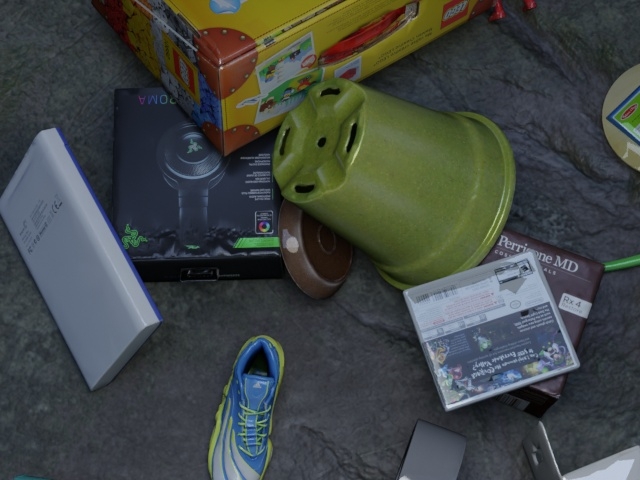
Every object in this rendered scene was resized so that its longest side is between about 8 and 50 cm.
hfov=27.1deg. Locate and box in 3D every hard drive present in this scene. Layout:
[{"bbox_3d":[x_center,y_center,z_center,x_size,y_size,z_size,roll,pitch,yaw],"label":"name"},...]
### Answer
[{"bbox_3d":[-0.347,0.029,1.881,0.040,0.210,0.318,-18,71,-40],"label":"hard drive"}]

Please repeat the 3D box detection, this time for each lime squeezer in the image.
[{"bbox_3d":[0.530,-0.021,1.970,0.310,0.059,0.110,-40,78,-10],"label":"lime squeezer"}]

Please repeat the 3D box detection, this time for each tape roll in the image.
[{"bbox_3d":[0.127,0.352,1.770,0.072,0.219,0.219,19,74,5],"label":"tape roll"}]

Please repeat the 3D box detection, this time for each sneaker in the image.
[{"bbox_3d":[-0.107,0.241,1.851,0.091,0.126,0.240,8,73,2],"label":"sneaker"}]

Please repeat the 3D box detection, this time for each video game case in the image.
[{"bbox_3d":[0.226,0.119,1.769,0.190,0.022,0.173,-17,73,-5],"label":"video game case"}]

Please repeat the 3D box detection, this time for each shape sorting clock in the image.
[{"bbox_3d":[0.534,-0.186,2.027,0.206,0.040,0.206,-1,71,3],"label":"shape sorting clock"}]

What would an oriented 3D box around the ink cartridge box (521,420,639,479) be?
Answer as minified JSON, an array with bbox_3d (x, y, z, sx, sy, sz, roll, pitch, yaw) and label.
[{"bbox_3d":[0.395,0.399,1.762,0.119,0.207,0.353,-20,75,-5],"label":"ink cartridge box"}]

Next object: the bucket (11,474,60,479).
[{"bbox_3d":[-0.334,0.441,1.721,0.183,0.281,0.281,13,74,5],"label":"bucket"}]

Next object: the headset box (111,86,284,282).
[{"bbox_3d":[-0.177,-0.071,1.944,0.246,0.131,0.283,-1,74,0],"label":"headset box"}]

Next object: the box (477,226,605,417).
[{"bbox_3d":[0.278,0.117,1.868,0.168,0.167,0.203,21,74,7],"label":"box"}]

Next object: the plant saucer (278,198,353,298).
[{"bbox_3d":[0.000,0.000,1.911,0.029,0.168,0.168,-12,70,34],"label":"plant saucer"}]

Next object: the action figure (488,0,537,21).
[{"bbox_3d":[0.254,-0.489,2.103,0.091,0.139,0.280,-17,96,-8],"label":"action figure"}]

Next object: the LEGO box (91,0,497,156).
[{"bbox_3d":[-0.039,-0.408,1.930,0.500,0.193,0.372,-31,62,-20],"label":"LEGO box"}]

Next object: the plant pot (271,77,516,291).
[{"bbox_3d":[0.083,-0.094,1.825,0.254,0.276,0.276,24,68,-39],"label":"plant pot"}]
